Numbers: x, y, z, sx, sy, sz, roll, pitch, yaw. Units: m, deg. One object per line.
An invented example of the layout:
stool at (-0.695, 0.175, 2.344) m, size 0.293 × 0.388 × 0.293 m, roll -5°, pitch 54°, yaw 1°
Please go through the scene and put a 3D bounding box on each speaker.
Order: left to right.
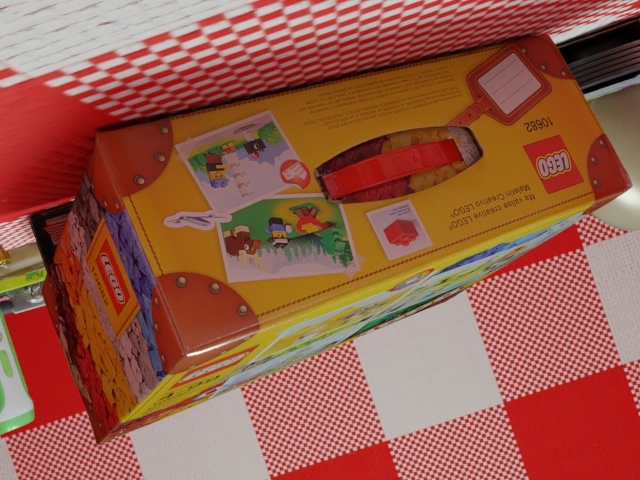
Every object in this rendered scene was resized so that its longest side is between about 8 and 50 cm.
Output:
speaker at (-0.678, 0.241, 1.710) m, size 0.131 × 0.297 × 0.131 m, roll -18°, pitch 180°, yaw 0°

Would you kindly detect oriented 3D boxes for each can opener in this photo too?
can opener at (-0.724, 0.138, 1.876) m, size 0.095 × 0.076 × 0.283 m, roll -19°, pitch 178°, yaw 42°

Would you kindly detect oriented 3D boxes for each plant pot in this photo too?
plant pot at (-0.439, 0.022, 1.387) m, size 0.236 × 0.032 × 0.236 m, roll -18°, pitch -179°, yaw 0°
plant pot at (0.461, -0.180, 1.347) m, size 0.191 × 0.284 × 0.284 m, roll 21°, pitch 164°, yaw -21°

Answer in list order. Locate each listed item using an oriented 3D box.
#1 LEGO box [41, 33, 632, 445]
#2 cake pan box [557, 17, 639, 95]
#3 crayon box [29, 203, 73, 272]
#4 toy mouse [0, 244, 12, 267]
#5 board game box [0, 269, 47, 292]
LEGO box at (0.000, 0.000, 0.885) m, size 0.500 × 0.193 × 0.372 m, roll -19°, pitch 167°, yaw -30°
cake pan box at (0.351, -0.224, 1.123) m, size 0.245 × 0.070 × 0.267 m, roll -21°, pitch 179°, yaw 6°
crayon box at (-0.272, -0.008, 1.141) m, size 0.202 × 0.081 × 0.318 m, roll -19°, pitch -179°, yaw -16°
toy mouse at (-0.471, 0.033, 1.084) m, size 0.143 × 0.031 × 0.161 m, roll -19°, pitch 180°, yaw -26°
board game box at (-0.520, 0.056, 1.527) m, size 0.181 × 0.043 × 0.092 m, roll -18°, pitch -177°, yaw -39°
